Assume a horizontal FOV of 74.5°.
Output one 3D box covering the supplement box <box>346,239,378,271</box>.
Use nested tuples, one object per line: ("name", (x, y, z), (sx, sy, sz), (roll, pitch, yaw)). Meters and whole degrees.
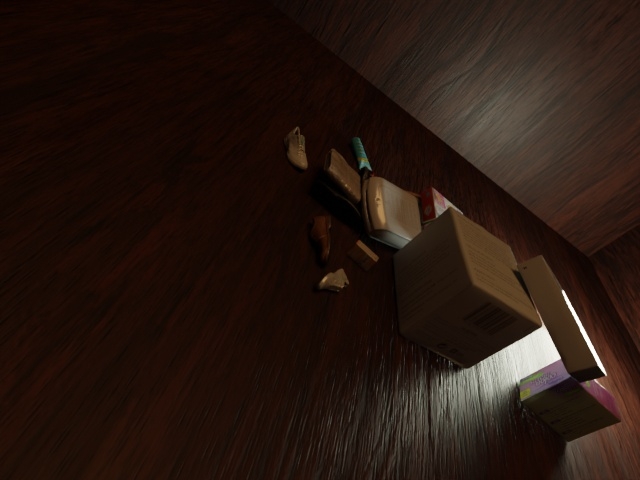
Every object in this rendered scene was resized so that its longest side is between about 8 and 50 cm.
("supplement box", (0.152, 0.055, 1.515), (0.098, 0.062, 0.036), (42, 33, 1))

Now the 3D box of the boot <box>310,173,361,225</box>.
("boot", (0.082, -0.177, 1.686), (0.236, 0.085, 0.178), (40, 31, -5))

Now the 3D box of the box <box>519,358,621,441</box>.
("box", (0.909, 0.585, 1.550), (0.243, 0.213, 0.117), (40, 34, -1))

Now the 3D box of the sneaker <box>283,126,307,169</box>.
("sneaker", (-0.091, -0.385, 1.731), (0.080, 0.094, 0.212), (11, 45, -40))

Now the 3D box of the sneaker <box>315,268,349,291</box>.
("sneaker", (0.042, 0.133, 1.329), (0.152, 0.054, 0.061), (-16, 67, -52))

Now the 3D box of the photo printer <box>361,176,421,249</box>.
("photo printer", (0.283, -0.107, 1.710), (0.308, 0.107, 0.256), (19, 59, -41))

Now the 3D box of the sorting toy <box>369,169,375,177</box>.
("sorting toy", (0.228, -0.293, 2.005), (0.061, 0.042, 0.102), (27, 46, 5))

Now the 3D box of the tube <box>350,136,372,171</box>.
("tube", (0.201, -0.430, 2.121), (0.080, 0.052, 0.207), (4, 54, -28))

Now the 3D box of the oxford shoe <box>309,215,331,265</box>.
("oxford shoe", (0.000, 0.000, 1.439), (0.076, 0.076, 0.212), (1, 46, -4))

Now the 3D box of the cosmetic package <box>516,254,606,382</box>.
("cosmetic package", (0.812, 0.268, 1.421), (0.284, 0.097, 0.377), (28, 41, -46))

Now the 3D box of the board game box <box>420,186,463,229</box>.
("board game box", (0.546, -0.050, 1.831), (0.242, 0.064, 0.316), (32, 44, -28))

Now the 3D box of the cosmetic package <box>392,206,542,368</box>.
("cosmetic package", (0.493, 0.167, 1.496), (0.329, 0.327, 0.393), (30, 37, -18))

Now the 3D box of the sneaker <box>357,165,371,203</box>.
("sneaker", (0.221, -0.231, 1.884), (0.130, 0.087, 0.227), (26, 40, -26))

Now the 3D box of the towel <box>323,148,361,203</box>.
("towel", (0.094, -0.268, 1.692), (0.187, 0.049, 0.282), (43, 22, -18))

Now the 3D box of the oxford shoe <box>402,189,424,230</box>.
("oxford shoe", (0.466, -0.087, 1.923), (0.397, 0.140, 0.146), (32, 40, -13))
